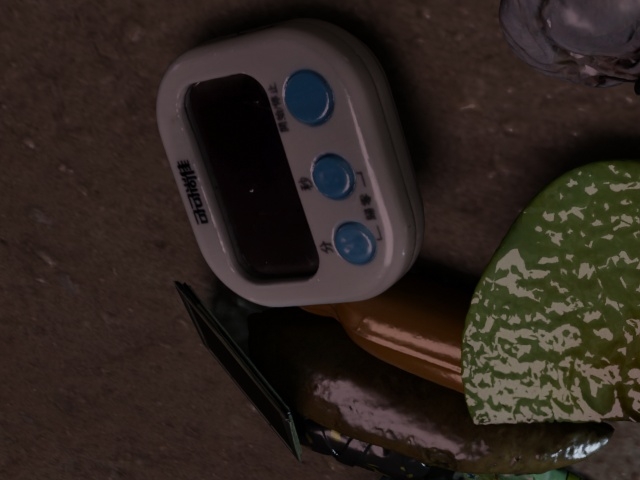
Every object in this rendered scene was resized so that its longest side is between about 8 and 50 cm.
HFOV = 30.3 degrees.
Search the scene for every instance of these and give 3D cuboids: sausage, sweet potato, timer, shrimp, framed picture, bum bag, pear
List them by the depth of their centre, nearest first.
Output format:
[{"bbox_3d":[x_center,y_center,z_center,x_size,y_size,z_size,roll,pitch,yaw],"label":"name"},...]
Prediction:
[{"bbox_3d":[0.276,-0.171,0.820,0.343,0.116,0.145,-7,131,44],"label":"shrimp"},{"bbox_3d":[0.269,0.035,1.042,0.288,0.139,0.239,-3,108,20],"label":"pear"},{"bbox_3d":[-0.027,-0.070,1.086,0.237,0.087,0.262,-5,110,37],"label":"timer"},{"bbox_3d":[0.108,0.090,1.207,0.328,0.112,0.112,19,140,10],"label":"sausage"},{"bbox_3d":[0.104,0.172,1.285,0.422,0.130,0.131,18,140,11],"label":"sweet potato"},{"bbox_3d":[-0.086,0.153,1.340,0.197,0.014,0.252,49,168,16],"label":"framed picture"},{"bbox_3d":[0.027,0.237,1.454,0.232,0.060,0.107,17,147,13],"label":"bum bag"}]

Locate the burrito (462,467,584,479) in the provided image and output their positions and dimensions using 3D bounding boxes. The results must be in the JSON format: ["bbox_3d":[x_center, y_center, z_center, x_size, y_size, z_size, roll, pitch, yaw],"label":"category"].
[{"bbox_3d":[0.208,0.271,1.398,0.288,0.054,0.104,30,143,-6],"label":"burrito"}]

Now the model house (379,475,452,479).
[{"bbox_3d":[0.134,0.466,1.490,0.226,0.241,0.261,-3,133,49],"label":"model house"}]
